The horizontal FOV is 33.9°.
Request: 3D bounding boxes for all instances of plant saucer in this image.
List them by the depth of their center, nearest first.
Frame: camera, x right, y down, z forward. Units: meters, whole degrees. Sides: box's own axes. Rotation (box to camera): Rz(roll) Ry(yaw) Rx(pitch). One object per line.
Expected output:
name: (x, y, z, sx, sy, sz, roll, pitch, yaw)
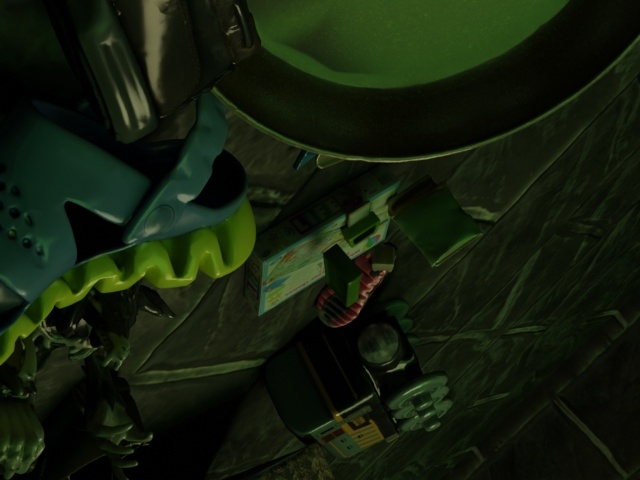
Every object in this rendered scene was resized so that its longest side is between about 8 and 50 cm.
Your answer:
plant saucer: (0.061, -0.178, 0.559, 0.311, 0.050, 0.310, -9, 132, -10)

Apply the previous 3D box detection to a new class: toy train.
toy train: (0.050, 0.180, 1.279, 0.190, 0.142, 0.334, -27, 160, 0)

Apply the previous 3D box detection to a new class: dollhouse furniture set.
dollhouse furniture set: (0.071, -0.007, 0.936, 0.152, 0.076, 0.058, -33, 158, -15)

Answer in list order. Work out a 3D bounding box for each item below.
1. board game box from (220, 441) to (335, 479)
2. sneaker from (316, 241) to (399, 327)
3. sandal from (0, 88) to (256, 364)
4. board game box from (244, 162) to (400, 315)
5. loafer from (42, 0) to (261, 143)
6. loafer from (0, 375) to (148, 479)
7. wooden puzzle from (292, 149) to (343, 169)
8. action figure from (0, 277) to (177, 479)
board game box: (-0.133, 0.366, 1.191, 0.232, 0.141, 0.291, -21, 172, -40)
sneaker: (0.043, 0.045, 1.120, 0.119, 0.047, 0.057, -50, 168, 26)
sandal: (-0.162, -0.021, 0.572, 0.317, 0.126, 0.138, -28, 145, -41)
board game box: (0.000, 0.000, 0.976, 0.154, 0.026, 0.103, -31, 156, -22)
loafer: (-0.080, -0.158, 0.416, 0.095, 0.109, 0.302, -26, 154, -14)
loafer: (-0.233, 0.219, 0.948, 0.220, 0.078, 0.080, -51, 156, 25)
wooden puzzle: (0.029, -0.096, 0.858, 0.116, 0.014, 0.078, -20, 146, -42)
action figure: (-0.190, 0.107, 0.726, 0.275, 0.141, 0.164, -46, 146, 18)
